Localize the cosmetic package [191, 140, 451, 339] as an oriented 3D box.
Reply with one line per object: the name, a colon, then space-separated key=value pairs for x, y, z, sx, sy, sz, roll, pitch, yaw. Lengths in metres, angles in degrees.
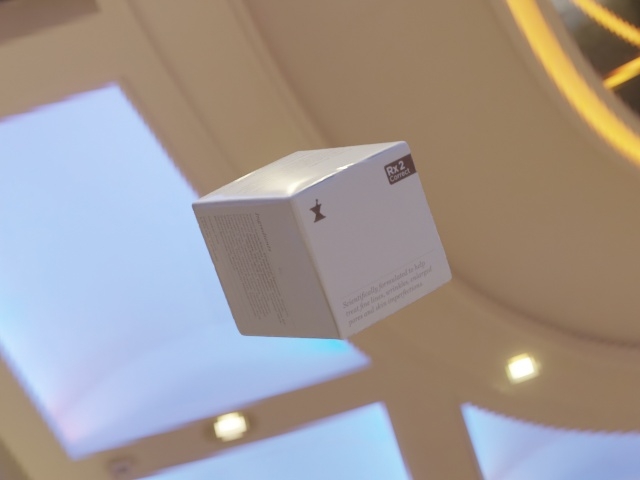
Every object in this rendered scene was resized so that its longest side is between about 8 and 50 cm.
cosmetic package: x=0.000 y=0.000 z=1.728 sx=0.151 sy=0.151 sz=0.184 roll=-28 pitch=15 yaw=-32
